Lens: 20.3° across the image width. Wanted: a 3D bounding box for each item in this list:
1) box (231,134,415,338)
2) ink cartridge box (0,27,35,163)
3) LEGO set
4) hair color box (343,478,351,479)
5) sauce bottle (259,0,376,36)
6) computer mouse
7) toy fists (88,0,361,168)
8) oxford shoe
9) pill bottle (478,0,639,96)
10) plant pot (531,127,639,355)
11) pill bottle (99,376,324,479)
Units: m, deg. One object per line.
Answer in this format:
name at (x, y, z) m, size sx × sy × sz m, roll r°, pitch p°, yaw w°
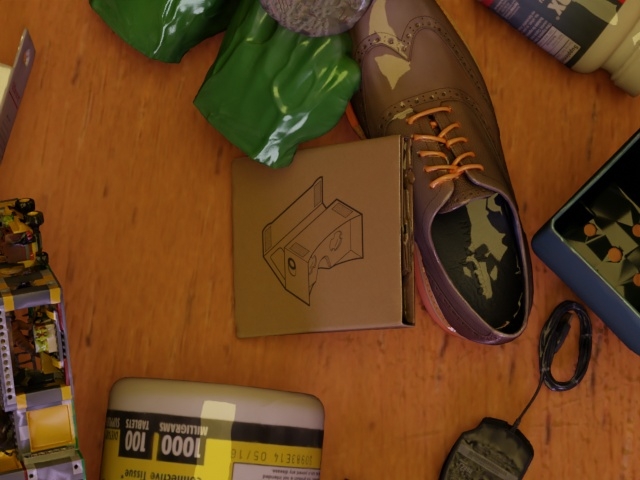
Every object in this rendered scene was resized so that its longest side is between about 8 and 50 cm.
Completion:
box at (0.000, 0.000, 1.566) m, size 0.021 × 0.201 × 0.164 m, roll 5°, pitch 82°, yaw -48°
ink cartridge box at (-0.308, -0.101, 1.576) m, size 0.060 × 0.104 × 0.180 m, roll 16°, pitch 82°, yaw -3°
LEGO set at (-0.307, 0.132, 1.441) m, size 0.192 × 0.255 × 0.331 m, roll -10°, pitch 119°, yaw -17°
hair color box at (0.070, 0.295, 1.596) m, size 0.167 × 0.053 × 0.093 m, roll 34°, pitch 83°, yaw -3°
sauce bottle at (0.034, -0.294, 1.538) m, size 0.111 × 0.344 × 0.111 m, roll 8°, pitch 124°, yaw 12°
computer mouse at (0.178, 0.161, 1.634) m, size 0.071 × 0.041 × 0.242 m, roll 34°, pitch 75°, yaw 0°
toy fists at (-0.076, -0.197, 1.569) m, size 0.279 × 0.096 × 0.142 m, roll 45°, pitch 118°, yaw 21°
oxford shoe at (0.112, -0.082, 1.569) m, size 0.130 × 0.133 × 0.363 m, roll -23°, pitch 98°, yaw -7°
pill bottle at (0.239, -0.216, 1.640) m, size 0.180 × 0.108 × 0.108 m, roll 36°, pitch 82°, yaw -1°
plant pot at (0.287, 0.002, 1.557) m, size 0.165 × 0.234 × 0.166 m, roll -45°, pitch 89°, yaw -8°
pill bottle at (-0.102, 0.288, 1.511) m, size 0.188 × 0.188 × 0.333 m, roll 6°, pitch 83°, yaw -5°
